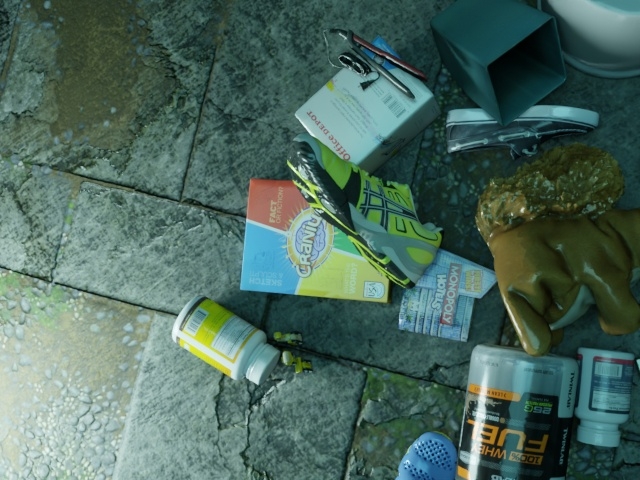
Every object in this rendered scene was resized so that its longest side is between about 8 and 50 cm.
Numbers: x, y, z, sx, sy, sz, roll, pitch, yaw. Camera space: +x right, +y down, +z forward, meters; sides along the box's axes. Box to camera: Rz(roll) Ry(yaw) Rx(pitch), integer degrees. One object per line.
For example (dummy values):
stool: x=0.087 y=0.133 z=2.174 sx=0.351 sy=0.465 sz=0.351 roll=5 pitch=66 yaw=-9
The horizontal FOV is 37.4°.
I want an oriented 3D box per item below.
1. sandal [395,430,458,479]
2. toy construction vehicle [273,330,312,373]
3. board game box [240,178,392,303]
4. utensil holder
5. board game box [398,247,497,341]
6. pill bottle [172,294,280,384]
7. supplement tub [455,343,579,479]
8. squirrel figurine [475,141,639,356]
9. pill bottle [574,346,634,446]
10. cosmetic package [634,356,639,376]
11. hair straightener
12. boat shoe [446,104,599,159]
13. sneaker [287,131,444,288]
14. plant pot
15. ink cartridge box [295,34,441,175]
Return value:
sandal: x=0.180 y=0.530 z=1.872 sx=0.126 sy=0.138 sz=0.317 roll=22 pitch=89 yaw=15
toy construction vehicle: x=-0.060 y=0.234 z=1.973 sx=0.035 sy=0.098 sz=0.086 roll=-20 pitch=69 yaw=26
board game box: x=0.000 y=0.000 z=1.985 sx=0.316 sy=0.064 sz=0.242 roll=4 pitch=87 yaw=12
utensil holder: x=0.567 y=-0.498 z=1.736 sx=0.327 sy=0.385 sz=0.328 roll=-1 pitch=86 yaw=12
board game box: x=0.267 y=0.104 z=1.922 sx=0.194 sy=0.060 sz=0.194 roll=9 pitch=88 yaw=14
pill bottle: x=-0.195 y=0.213 z=1.985 sx=0.215 sy=0.117 sz=0.117 roll=30 pitch=93 yaw=13
supplement tub: x=0.371 y=0.376 z=1.804 sx=0.207 sy=0.207 sz=0.338 roll=7 pitch=87 yaw=13
squirrel figurine: x=0.507 y=-0.015 z=1.757 sx=0.370 sy=0.281 sz=0.397 roll=-27 pitch=72 yaw=18
pill bottle: x=0.542 y=0.300 z=1.823 sx=0.108 sy=0.108 sz=0.180 roll=6 pitch=87 yaw=13
cosmetic package: x=0.656 y=0.277 z=1.834 sx=0.060 sy=0.041 sz=0.115 roll=-16 pitch=83 yaw=10
hair straightener: x=0.091 y=-0.337 z=1.826 sx=0.230 sy=0.047 sz=0.089 roll=35 pitch=92 yaw=14
boat shoe: x=0.401 y=-0.212 z=1.894 sx=0.301 sy=0.108 sz=0.102 roll=1 pitch=86 yaw=15
sneaker: x=0.085 y=-0.078 z=1.829 sx=0.147 sy=0.145 sz=0.385 roll=-48 pitch=116 yaw=-10
plant pot: x=0.333 y=-0.378 z=1.859 sx=0.165 sy=0.165 sz=0.234 roll=-36 pitch=48 yaw=-7
ink cartridge box: x=0.100 y=-0.259 z=1.929 sx=0.232 sy=0.168 sz=0.171 roll=-41 pitch=78 yaw=7
